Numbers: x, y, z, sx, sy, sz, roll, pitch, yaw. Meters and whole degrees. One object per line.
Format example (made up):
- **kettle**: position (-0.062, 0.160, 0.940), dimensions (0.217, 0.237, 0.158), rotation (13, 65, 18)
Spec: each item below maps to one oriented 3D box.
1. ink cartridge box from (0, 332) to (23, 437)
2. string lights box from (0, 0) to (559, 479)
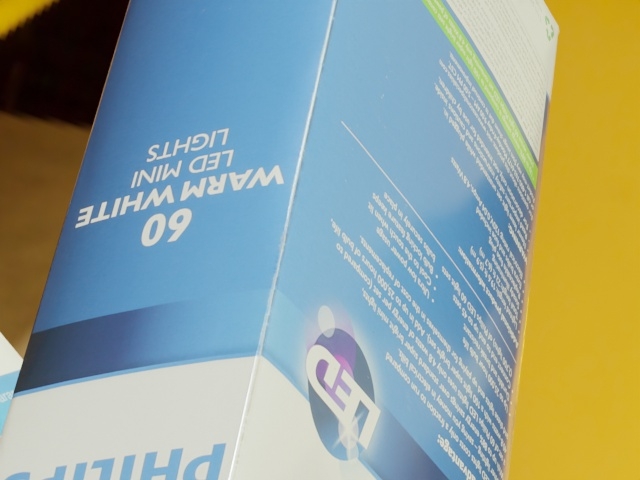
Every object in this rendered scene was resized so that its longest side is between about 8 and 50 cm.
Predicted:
- **ink cartridge box**: position (-0.369, 0.106, 1.294), dimensions (0.285, 0.395, 0.166), rotation (-48, 165, 29)
- **string lights box**: position (0.000, 0.000, 0.558), dimensions (0.133, 0.077, 0.259), rotation (52, 38, -41)
